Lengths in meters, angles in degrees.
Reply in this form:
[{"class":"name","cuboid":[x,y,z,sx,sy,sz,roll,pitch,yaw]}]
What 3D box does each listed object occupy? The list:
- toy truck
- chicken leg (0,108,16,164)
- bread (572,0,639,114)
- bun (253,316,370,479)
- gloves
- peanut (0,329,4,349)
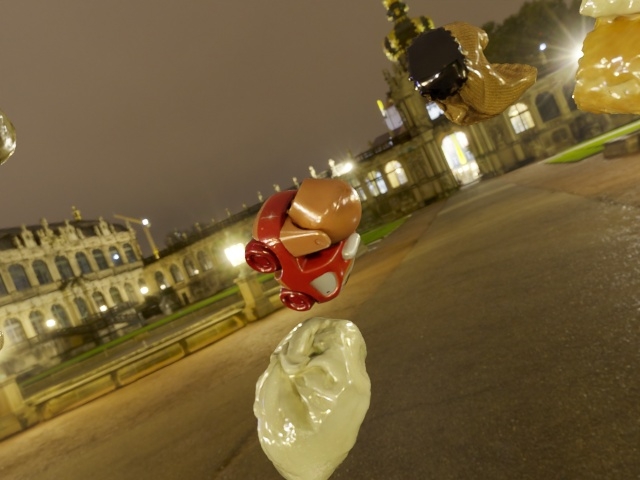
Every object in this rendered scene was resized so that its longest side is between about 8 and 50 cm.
[{"class":"toy truck","cuboid":[0.000,0.000,0.867,0.239,0.264,0.188,-13,39,36]},{"class":"chicken leg","cuboid":[-0.357,-0.138,0.376,0.088,0.228,0.103,-49,-10,1]},{"class":"bread","cuboid":[0.418,-0.169,0.310,0.237,0.164,0.376,-23,30,-27]},{"class":"bun","cuboid":[-0.019,0.210,0.631,0.229,0.145,0.229,-54,11,16]},{"class":"gloves","cuboid":[0.300,-0.336,0.909,0.357,0.202,0.155,-14,-17,-40]},{"class":"peanut","cuboid":[-0.618,0.157,0.722,0.100,0.099,0.214,-23,-34,17]}]
